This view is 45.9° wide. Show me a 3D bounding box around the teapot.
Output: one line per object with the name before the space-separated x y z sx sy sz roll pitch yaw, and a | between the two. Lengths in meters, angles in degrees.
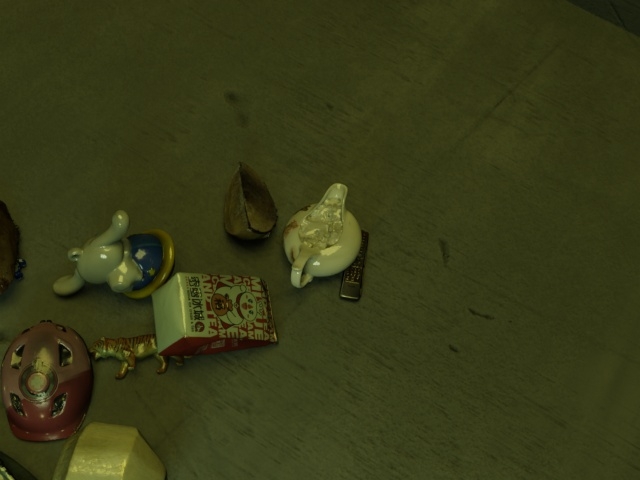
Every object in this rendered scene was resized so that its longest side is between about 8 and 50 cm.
teapot | 0.000 0.000 1.923 0.205 0.139 0.298 15 61 10

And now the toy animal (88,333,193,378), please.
toy animal | -0.416 0.260 1.763 0.241 0.056 0.099 -7 60 -12

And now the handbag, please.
handbag | -0.234 0.180 1.782 0.298 0.151 0.171 7 62 -38

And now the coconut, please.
coconut | -0.423 0.480 1.546 0.222 0.202 0.202 10 58 1

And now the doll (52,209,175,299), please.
doll | -0.485 0.076 1.801 0.311 0.243 0.159 -32 74 20

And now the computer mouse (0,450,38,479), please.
computer mouse | -0.624 0.574 1.508 0.203 0.114 0.374 -35 74 -19

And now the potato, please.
potato | -0.189 -0.071 1.995 0.120 0.100 0.261 30 33 -36

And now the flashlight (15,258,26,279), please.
flashlight | -0.782 0.065 1.837 0.121 0.035 0.057 4 60 -7

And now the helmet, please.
helmet | -0.606 0.295 1.664 0.199 0.154 0.253 0 55 -10

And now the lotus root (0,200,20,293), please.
lotus root | -0.818 -0.006 1.825 0.167 0.078 0.329 -10 51 -15

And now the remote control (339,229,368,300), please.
remote control | 0.088 0.061 1.976 0.059 0.028 0.212 9 58 2
